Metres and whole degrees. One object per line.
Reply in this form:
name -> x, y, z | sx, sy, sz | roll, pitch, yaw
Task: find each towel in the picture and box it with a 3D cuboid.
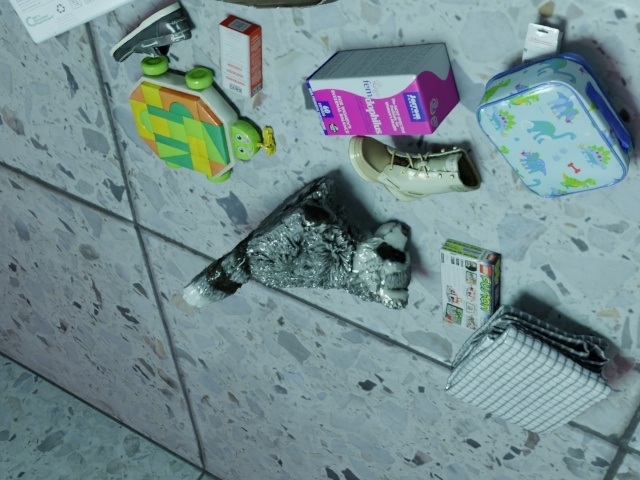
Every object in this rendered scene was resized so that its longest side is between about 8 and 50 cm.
towel -> 0.400, 0.250, 1.570 | 0.235, 0.121, 0.284 | 26, 144, 0

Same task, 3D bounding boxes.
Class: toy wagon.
toy wagon -> -0.254, -0.241, 1.705 | 0.344, 0.068, 0.267 | 20, 140, 25

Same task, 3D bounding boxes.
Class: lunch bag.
lunch bag -> 0.356, -0.167, 1.203 | 0.176, 0.090, 0.219 | -14, 129, 46

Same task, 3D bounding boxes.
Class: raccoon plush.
raccoon plush -> -0.023, 0.077, 1.662 | 0.446, 0.216, 0.299 | -33, 105, 29

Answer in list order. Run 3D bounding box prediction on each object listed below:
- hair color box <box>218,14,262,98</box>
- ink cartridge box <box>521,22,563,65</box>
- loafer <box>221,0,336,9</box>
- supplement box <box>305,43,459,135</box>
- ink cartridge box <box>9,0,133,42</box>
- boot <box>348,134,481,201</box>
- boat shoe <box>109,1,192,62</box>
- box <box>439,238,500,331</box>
hair color box -> -0.151, -0.347, 1.526 | 0.072, 0.043, 0.141 | 26, 140, 19
ink cartridge box -> 0.327, -0.284, 1.184 | 0.048, 0.028, 0.083 | 21, 140, 22
loafer -> -0.113, -0.432, 1.322 | 0.365, 0.130, 0.134 | 10, 128, 34
supplement box -> 0.103, -0.250, 1.348 | 0.220, 0.114, 0.111 | 4, 129, 37
ink cartridge box -> -0.454, -0.563, 1.433 | 0.324, 0.071, 0.330 | -17, 118, 16
boot -> 0.165, -0.132, 1.397 | 0.165, 0.077, 0.213 | -4, 157, 41
boat shoe -> -0.344, -0.396, 1.611 | 0.233, 0.084, 0.079 | -14, 118, 44
box -> 0.298, 0.098, 1.599 | 0.114, 0.036, 0.207 | 18, 138, 27
